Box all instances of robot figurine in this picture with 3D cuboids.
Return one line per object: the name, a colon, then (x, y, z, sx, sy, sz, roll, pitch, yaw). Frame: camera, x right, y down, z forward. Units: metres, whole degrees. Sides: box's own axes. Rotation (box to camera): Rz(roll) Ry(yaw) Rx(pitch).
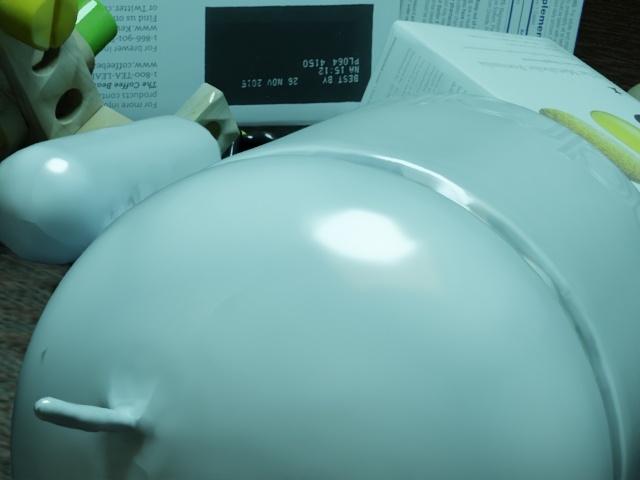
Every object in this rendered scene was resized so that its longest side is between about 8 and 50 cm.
robot figurine: (0.019, 0.056, 0.677, 0.300, 0.200, 0.353, 34, 20, 9)

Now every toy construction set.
toy construction set: (-0.183, -0.078, 0.983, 0.237, 0.257, 0.309, 37, 45, 25)

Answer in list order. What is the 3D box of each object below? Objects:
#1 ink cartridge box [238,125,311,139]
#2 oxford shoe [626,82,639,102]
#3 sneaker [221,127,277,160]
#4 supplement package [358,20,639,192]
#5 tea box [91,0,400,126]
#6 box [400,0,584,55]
ink cartridge box: (0.077, -0.049, 1.345, 0.275, 0.060, 0.239, 28, 32, 37)
oxford shoe: (0.246, -0.006, 1.170, 0.130, 0.123, 0.348, -2, 32, -18)
sneaker: (0.000, 0.000, 1.035, 0.084, 0.097, 0.235, -1, 22, -43)
supplement package: (0.136, -0.006, 1.052, 0.139, 0.134, 0.244, 0, 31, -42)
tea box: (-0.133, -0.221, 1.342, 0.329, 0.220, 0.323, -2, 18, -13)
box: (0.109, -0.148, 1.351, 0.137, 0.126, 0.072, 2, 23, -15)
